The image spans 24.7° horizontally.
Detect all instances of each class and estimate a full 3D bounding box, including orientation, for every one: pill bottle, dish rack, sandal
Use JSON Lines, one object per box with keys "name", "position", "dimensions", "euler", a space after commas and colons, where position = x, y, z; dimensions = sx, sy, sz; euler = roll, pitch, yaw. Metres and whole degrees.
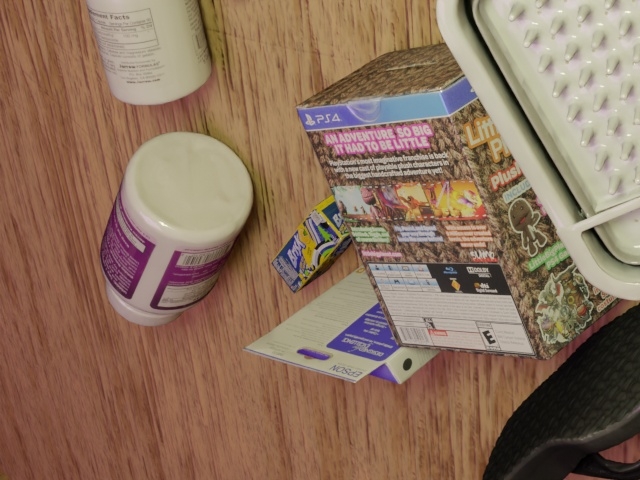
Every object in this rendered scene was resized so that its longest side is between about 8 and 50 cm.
{"name": "pill bottle", "position": [-0.214, -0.289, 1.744], "dimensions": [0.131, 0.131, 0.229], "euler": [24, 136, 42]}
{"name": "dish rack", "position": [0.281, -0.131, 1.156], "dimensions": [0.286, 0.072, 0.332], "euler": [-23, 111, 30]}
{"name": "sandal", "position": [0.295, 0.180, 1.491], "dimensions": [0.107, 0.167, 0.446], "euler": [28, 154, -2]}
{"name": "pill bottle", "position": [-0.204, -0.003, 1.958], "dimensions": [0.169, 0.169, 0.301], "euler": [49, 148, 11]}

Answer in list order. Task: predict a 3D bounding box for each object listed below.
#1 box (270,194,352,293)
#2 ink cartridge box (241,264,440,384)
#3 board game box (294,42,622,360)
{"name": "box", "position": [0.000, 0.000, 1.786], "dimensions": [0.054, 0.059, 0.169], "euler": [51, 149, 6]}
{"name": "ink cartridge box", "position": [0.050, 0.104, 1.670], "dimensions": [0.206, 0.208, 0.045], "euler": [11, 127, 50]}
{"name": "board game box", "position": [0.143, -0.043, 1.470], "dimensions": [0.232, 0.141, 0.291], "euler": [1, 119, 54]}
